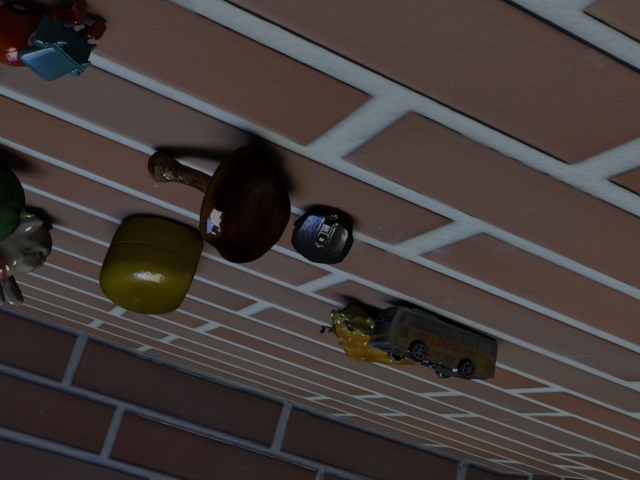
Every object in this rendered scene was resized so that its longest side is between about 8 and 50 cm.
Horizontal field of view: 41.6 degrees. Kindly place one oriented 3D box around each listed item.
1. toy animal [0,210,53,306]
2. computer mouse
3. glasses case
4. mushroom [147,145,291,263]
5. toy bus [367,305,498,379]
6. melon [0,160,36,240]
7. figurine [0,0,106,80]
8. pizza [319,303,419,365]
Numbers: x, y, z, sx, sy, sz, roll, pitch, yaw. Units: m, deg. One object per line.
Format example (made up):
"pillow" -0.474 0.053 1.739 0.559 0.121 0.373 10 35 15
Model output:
"toy animal" -0.677 -0.001 1.800 0.266 0.188 0.308 36 175 5
"computer mouse" 0.000 0.000 1.307 0.099 0.057 0.172 25 161 -2
"glasses case" -0.341 0.064 1.663 0.173 0.141 0.371 20 162 -9
"mushroom" -0.160 -0.074 1.155 0.218 0.148 0.227 28 160 16
"toy bus" 0.226 0.207 1.660 0.268 0.106 0.092 22 161 -24
"melon" -0.622 -0.079 1.413 0.288 0.182 0.182 19 162 -6
"figurine" -0.304 -0.214 0.899 0.140 0.075 0.068 5 160 25
"pizza" 0.120 0.193 1.774 0.280 0.075 0.288 -2 153 35
